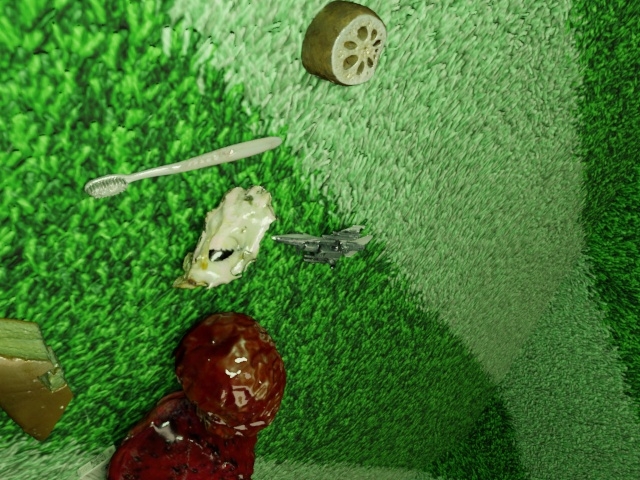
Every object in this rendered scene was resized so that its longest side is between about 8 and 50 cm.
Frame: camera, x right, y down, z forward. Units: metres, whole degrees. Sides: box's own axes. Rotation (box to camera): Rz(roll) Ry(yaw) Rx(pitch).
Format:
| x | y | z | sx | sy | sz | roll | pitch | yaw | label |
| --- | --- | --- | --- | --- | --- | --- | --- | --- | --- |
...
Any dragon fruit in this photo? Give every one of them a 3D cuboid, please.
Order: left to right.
| x | y | z | sx | sy | sz | roll | pitch | yaw | label |
| --- | --- | --- | --- | --- | --- | --- | --- | --- | --- |
| -0.343 | 0.454 | 1.011 | 0.329 | 0.228 | 0.286 | -40 | 117 | 16 | dragon fruit |

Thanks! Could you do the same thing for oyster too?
| x | y | z | sx | sy | sz | roll | pitch | yaw | label |
| --- | --- | --- | --- | --- | --- | --- | --- | --- | --- |
| -0.159 | -0.004 | 0.796 | 0.133 | 0.072 | 0.209 | 20 | 90 | -43 | oyster |

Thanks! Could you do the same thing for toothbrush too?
| x | y | z | sx | sy | sz | roll | pitch | yaw | label |
| --- | --- | --- | --- | --- | --- | --- | --- | --- | --- |
| -0.187 | -0.114 | 0.692 | 0.307 | 0.029 | 0.025 | -22 | 130 | -28 | toothbrush |

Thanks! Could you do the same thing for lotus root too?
| x | y | z | sx | sy | sz | roll | pitch | yaw | label |
| --- | --- | --- | --- | --- | --- | --- | --- | --- | --- |
| 0.036 | -0.294 | 0.702 | 0.112 | 0.081 | 0.122 | 1 | 123 | -34 | lotus root |

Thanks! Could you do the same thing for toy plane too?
| x | y | z | sx | sy | sz | roll | pitch | yaw | label |
| --- | --- | --- | --- | --- | --- | --- | --- | --- | --- |
| 0.010 | 0.014 | 0.950 | 0.234 | 0.082 | 0.160 | -8 | 155 | -38 | toy plane |

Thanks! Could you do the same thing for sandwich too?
| x | y | z | sx | sy | sz | roll | pitch | yaw | label |
| --- | --- | --- | --- | --- | --- | --- | --- | --- | --- |
| -0.438 | 0.196 | 0.695 | 0.088 | 0.090 | 0.244 | -23 | 134 | -20 | sandwich |

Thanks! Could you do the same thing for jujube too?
| x | y | z | sx | sy | sz | roll | pitch | yaw | label |
| --- | --- | --- | --- | --- | --- | --- | --- | --- | --- |
| -0.168 | 0.259 | 0.898 | 0.213 | 0.213 | 0.232 | -29 | 136 | -20 | jujube |

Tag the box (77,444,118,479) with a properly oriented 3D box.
| x | y | z | sx | sy | sz | roll | pitch | yaw | label |
| --- | --- | --- | --- | --- | --- | --- | --- | --- | --- |
| -0.458 | 0.473 | 0.979 | 0.083 | 0.024 | 0.054 | -33 | 138 | -14 | box |
